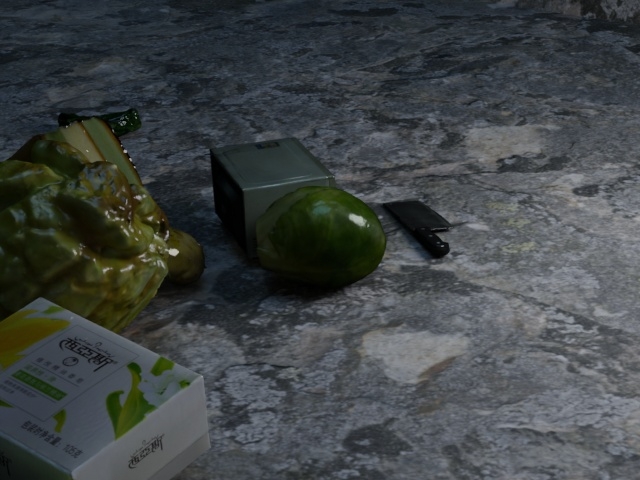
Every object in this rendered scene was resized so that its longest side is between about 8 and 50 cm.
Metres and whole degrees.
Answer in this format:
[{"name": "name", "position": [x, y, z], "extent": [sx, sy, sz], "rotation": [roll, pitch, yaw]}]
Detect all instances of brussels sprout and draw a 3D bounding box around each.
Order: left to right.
[{"name": "brussels sprout", "position": [0.000, -0.005, 1.947], "extent": [0.181, 0.143, 0.161], "rotation": [-3, 6, -6]}]

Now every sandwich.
[{"name": "sandwich", "position": [-0.377, -0.038, 2.113], "extent": [0.198, 0.227, 0.155], "rotation": [-31, -2, 36]}]

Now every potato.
[{"name": "potato", "position": [-0.216, 0.018, 1.957], "extent": [0.091, 0.070, 0.138], "rotation": [44, 15, 34]}]

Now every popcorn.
[{"name": "popcorn", "position": [-0.327, 0.012, 1.790], "extent": [0.247, 0.282, 0.282], "rotation": [-49, 36, -7]}]

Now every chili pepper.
[{"name": "chili pepper", "position": [-0.428, -0.221, 2.654], "extent": [0.182, 0.050, 0.073], "rotation": [4, 30, 20]}]

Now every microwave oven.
[{"name": "microwave oven", "position": [-0.073, -0.061, 2.118], "extent": [0.163, 0.129, 0.205], "rotation": [-10, 23, -14]}]

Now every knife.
[{"name": "knife", "position": [0.164, -0.025, 2.155], "extent": [0.072, 0.019, 0.245], "rotation": [-6, 20, -13]}]

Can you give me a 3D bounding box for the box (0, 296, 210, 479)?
[{"name": "box", "position": [-0.276, 0.185, 1.490], "extent": [0.260, 0.111, 0.194], "rotation": [19, 38, 33]}]
